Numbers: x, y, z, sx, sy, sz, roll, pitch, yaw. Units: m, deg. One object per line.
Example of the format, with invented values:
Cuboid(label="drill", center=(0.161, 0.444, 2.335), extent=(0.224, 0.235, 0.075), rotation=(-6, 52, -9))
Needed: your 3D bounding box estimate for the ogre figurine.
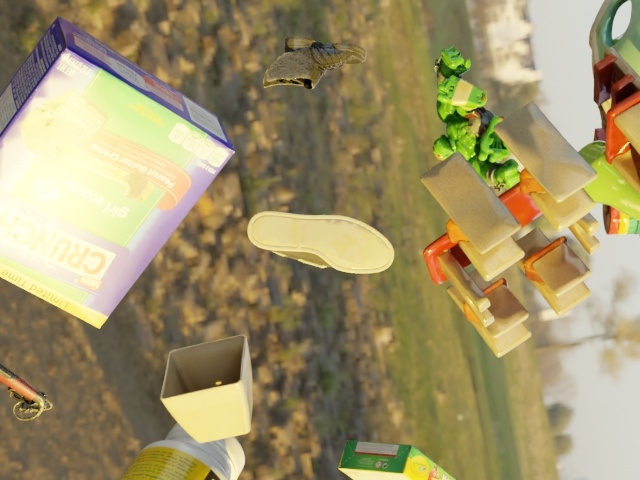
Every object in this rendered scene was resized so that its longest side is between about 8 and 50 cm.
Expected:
Cuboid(label="ogre figurine", center=(0.201, -0.145, 1.665), extent=(0.197, 0.097, 0.118), rotation=(45, -15, 9))

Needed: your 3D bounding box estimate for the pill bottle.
Cuboid(label="pill bottle", center=(-0.258, 0.452, 2.078), extent=(0.334, 0.187, 0.188), rotation=(-56, 139, -46))

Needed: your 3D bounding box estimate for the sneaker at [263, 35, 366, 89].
Cuboid(label="sneaker", center=(-0.008, -0.289, 2.118), extent=(0.051, 0.170, 0.089), rotation=(142, -46, -70))

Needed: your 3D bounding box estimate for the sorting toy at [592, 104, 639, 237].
Cuboid(label="sorting toy", center=(0.510, -0.140, 2.086), extent=(0.257, 0.089, 0.255), rotation=(84, 5, -49))

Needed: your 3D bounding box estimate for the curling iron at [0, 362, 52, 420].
Cuboid(label="curling iron", center=(-0.525, 0.183, 1.908), extent=(0.274, 0.068, 0.035), rotation=(38, 36, -9))

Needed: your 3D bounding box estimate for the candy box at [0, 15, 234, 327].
Cuboid(label="candy box", center=(-0.317, -0.082, 1.657), extent=(0.268, 0.317, 0.122), rotation=(31, 18, -29))

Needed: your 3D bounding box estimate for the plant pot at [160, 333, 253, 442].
Cuboid(label="plant pot", center=(-0.139, 0.203, 1.667), extent=(0.109, 0.109, 0.096), rotation=(-88, 163, -60))

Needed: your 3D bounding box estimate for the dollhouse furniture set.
Cuboid(label="dollhouse furniture set", center=(0.205, -0.045, 1.161), extent=(0.135, 0.259, 0.262), rotation=(54, -5, 26))

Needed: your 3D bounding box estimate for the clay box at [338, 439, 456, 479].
Cuboid(label="clay box", center=(0.143, 0.378, 1.950), extent=(0.222, 0.127, 0.053), rotation=(42, 57, -40))

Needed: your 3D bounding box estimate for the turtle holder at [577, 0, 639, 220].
Cuboid(label="turtle holder", center=(0.408, -0.173, 1.359), extent=(0.227, 0.243, 0.320), rotation=(45, -26, 26))

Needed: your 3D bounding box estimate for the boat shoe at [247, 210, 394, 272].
Cuboid(label="boat shoe", center=(0.000, 0.000, 1.761), extent=(0.065, 0.206, 0.075), rotation=(135, -33, -85))
